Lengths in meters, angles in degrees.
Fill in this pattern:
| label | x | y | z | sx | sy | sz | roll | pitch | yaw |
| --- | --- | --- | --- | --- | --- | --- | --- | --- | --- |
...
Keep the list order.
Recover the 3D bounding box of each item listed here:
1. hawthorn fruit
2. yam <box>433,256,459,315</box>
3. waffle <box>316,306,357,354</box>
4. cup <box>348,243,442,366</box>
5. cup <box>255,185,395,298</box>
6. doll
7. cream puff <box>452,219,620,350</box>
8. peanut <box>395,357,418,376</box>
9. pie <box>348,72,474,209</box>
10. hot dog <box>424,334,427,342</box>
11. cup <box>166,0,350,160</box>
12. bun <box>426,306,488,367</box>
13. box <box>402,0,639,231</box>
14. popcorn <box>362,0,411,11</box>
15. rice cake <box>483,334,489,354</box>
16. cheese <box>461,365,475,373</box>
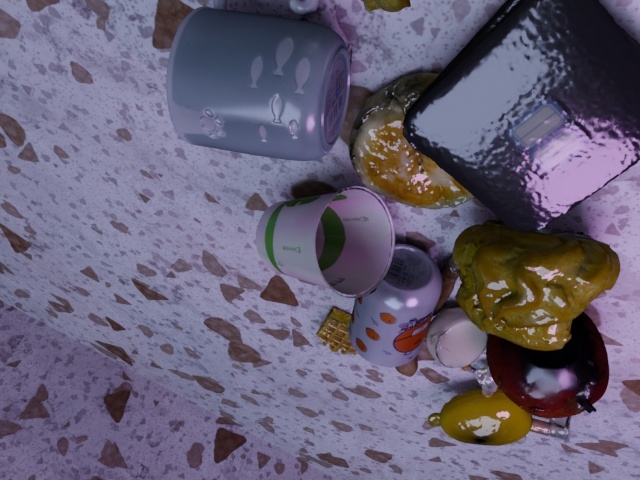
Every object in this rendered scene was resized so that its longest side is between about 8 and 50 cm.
| label | x | y | z | sx | sy | sz | roll | pitch | yaw |
| --- | --- | --- | --- | --- | --- | --- | --- | --- | --- |
| hawthorn fruit | 0.544 | 0.276 | 1.331 | 0.316 | 0.316 | 0.316 | 14 | 142 | 12 |
| yam | 0.324 | 0.126 | 1.444 | 0.057 | 0.057 | 0.241 | 19 | 141 | 6 |
| waffle | 0.071 | 0.312 | 1.801 | 0.160 | 0.055 | 0.211 | 25 | 144 | -4 |
| cup | 0.193 | 0.164 | 1.433 | 0.212 | 0.212 | 0.317 | 16 | 141 | 10 |
| cup | 0.000 | 0.000 | 1.298 | 0.274 | 0.253 | 0.253 | 3 | 141 | 48 |
| doll | 0.593 | 0.545 | 1.726 | 0.423 | 0.161 | 0.348 | 19 | 126 | 2 |
| cream puff | 0.430 | 0.099 | 1.136 | 0.323 | 0.274 | 0.270 | 9 | 97 | 26 |
| peanut | 0.271 | 0.382 | 1.766 | 0.076 | 0.076 | 0.152 | -1 | 131 | 29 |
| pie | 0.220 | -0.190 | 1.105 | 0.339 | 0.077 | 0.339 | 9 | 137 | 9 |
| hot dog | 0.368 | 0.310 | 1.655 | 0.144 | 0.038 | 0.062 | 21 | 143 | 4 |
| cup | -0.090 | -0.328 | 0.996 | 0.274 | 0.259 | 0.356 | 13 | 110 | 12 |
| bun | 0.372 | 0.260 | 1.521 | 0.173 | 0.120 | 0.173 | -6 | 114 | -13 |
| box | 0.368 | -0.211 | 0.931 | 0.350 | 0.091 | 0.359 | 37 | 123 | -14 |
| popcorn | 0.098 | -0.457 | 0.764 | 0.256 | 0.195 | 0.255 | 1 | 127 | 26 |
| rice cake | 0.516 | 0.308 | 1.567 | 0.256 | 0.052 | 0.057 | 10 | 110 | 17 |
| cheese | 0.503 | 0.427 | 1.743 | 0.111 | 0.017 | 0.047 | 27 | 140 | -3 |
